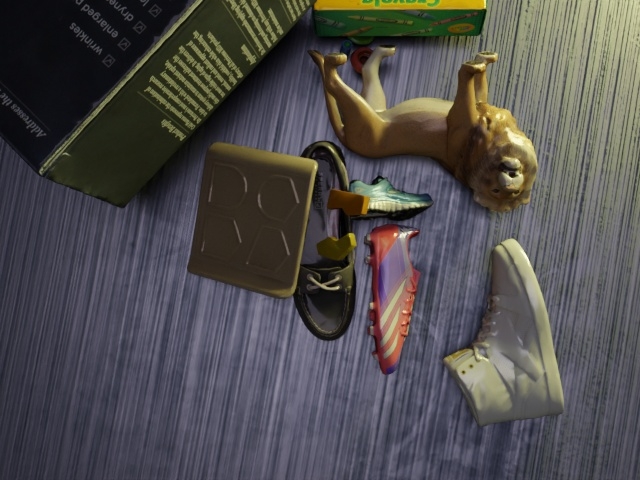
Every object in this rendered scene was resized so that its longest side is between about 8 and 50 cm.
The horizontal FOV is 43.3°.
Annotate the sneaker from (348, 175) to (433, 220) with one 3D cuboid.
[{"bbox_3d":[0.115,-0.075,1.316,0.162,0.063,0.073,1,70,-32],"label":"sneaker"}]

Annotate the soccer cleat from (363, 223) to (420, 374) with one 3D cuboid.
[{"bbox_3d":[0.123,0.095,1.326,0.095,0.083,0.247,-3,84,-1],"label":"soccer cleat"}]

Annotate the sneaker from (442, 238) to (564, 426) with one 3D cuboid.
[{"bbox_3d":[0.275,0.154,1.297,0.169,0.108,0.292,-12,87,0],"label":"sneaker"}]

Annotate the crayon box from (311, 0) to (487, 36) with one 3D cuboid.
[{"bbox_3d":[0.128,-0.428,1.332,0.279,0.081,0.165,1,72,4],"label":"crayon box"}]

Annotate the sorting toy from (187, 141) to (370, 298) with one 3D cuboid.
[{"bbox_3d":[-0.071,-0.026,1.309,0.307,0.041,0.228,14,94,27],"label":"sorting toy"}]

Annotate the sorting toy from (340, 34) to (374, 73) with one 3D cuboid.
[{"bbox_3d":[0.063,-0.325,1.374,0.061,0.042,0.101,-4,74,-12],"label":"sorting toy"}]

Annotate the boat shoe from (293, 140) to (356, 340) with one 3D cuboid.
[{"bbox_3d":[0.000,0.000,1.327,0.112,0.095,0.334,-2,87,4],"label":"boat shoe"}]

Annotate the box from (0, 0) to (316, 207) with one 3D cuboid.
[{"bbox_3d":[-0.344,-0.389,1.192,0.480,0.297,0.472,44,90,11],"label":"box"}]

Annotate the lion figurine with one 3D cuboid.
[{"bbox_3d":[0.161,-0.185,1.316,0.393,0.142,0.240,11,118,18],"label":"lion figurine"}]
